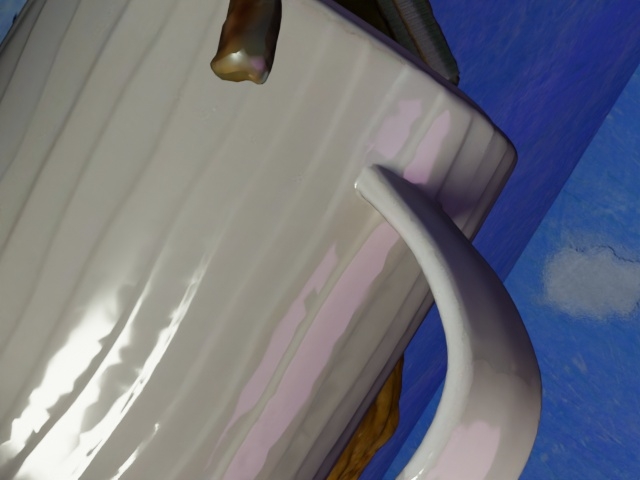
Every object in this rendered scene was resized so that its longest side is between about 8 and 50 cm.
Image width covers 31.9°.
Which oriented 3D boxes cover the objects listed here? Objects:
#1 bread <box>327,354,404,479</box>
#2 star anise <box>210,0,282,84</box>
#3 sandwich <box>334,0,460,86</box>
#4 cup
[{"bbox_3d":[-0.078,0.151,0.779,0.312,0.172,0.312,-44,165,-15],"label":"bread"},{"bbox_3d":[-0.028,-0.161,0.321,0.234,0.073,0.177,-85,162,-64],"label":"star anise"},{"bbox_3d":[-0.009,-0.117,0.733,0.163,0.113,0.079,-22,-176,31],"label":"sandwich"},{"bbox_3d":[-0.067,0.029,0.435,0.273,0.208,0.288,-58,-167,4],"label":"cup"}]
